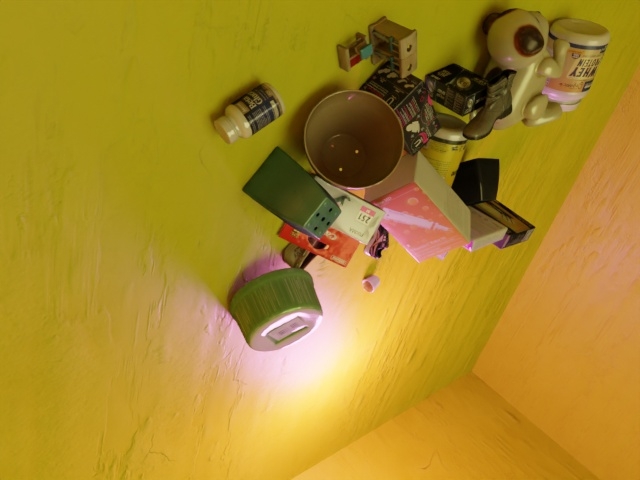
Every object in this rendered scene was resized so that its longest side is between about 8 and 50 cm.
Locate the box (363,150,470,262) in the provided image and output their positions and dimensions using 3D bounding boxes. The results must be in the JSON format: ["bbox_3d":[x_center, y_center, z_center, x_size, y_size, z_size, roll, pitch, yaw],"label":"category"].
[{"bbox_3d":[0.341,-0.112,1.950,0.215,0.168,0.345,-25,126,36],"label":"box"}]

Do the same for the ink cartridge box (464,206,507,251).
[{"bbox_3d":[0.527,-0.075,2.253,0.330,0.324,0.071,-16,131,-40],"label":"ink cartridge box"}]

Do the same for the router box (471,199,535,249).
[{"bbox_3d":[0.770,-0.098,2.524,0.243,0.309,0.081,-14,135,-42],"label":"router box"}]

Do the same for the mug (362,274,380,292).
[{"bbox_3d":[0.215,0.179,2.391,0.064,0.078,0.062,-34,111,-36],"label":"mug"}]

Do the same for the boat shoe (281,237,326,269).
[{"bbox_3d":[0.000,0.000,1.929,0.285,0.089,0.104,-42,145,-11],"label":"boat shoe"}]

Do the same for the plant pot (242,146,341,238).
[{"bbox_3d":[-0.066,-0.118,1.613,0.165,0.234,0.165,-51,147,1],"label":"plant pot"}]

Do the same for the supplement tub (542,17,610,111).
[{"bbox_3d":[1.006,-0.712,2.281,0.228,0.228,0.316,-26,139,-31],"label":"supplement tub"}]

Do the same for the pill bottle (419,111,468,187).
[{"bbox_3d":[0.407,-0.280,2.042,0.188,0.188,0.334,-19,136,-38],"label":"pill bottle"}]

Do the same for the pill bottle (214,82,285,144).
[{"bbox_3d":[-0.181,-0.317,1.416,0.169,0.094,0.094,-39,145,-17],"label":"pill bottle"}]

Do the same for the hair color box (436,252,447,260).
[{"bbox_3d":[0.557,0.042,2.651,0.072,0.043,0.141,-55,145,7],"label":"hair color box"}]

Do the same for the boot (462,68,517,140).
[{"bbox_3d":[0.547,-0.449,1.830,0.246,0.083,0.161,-41,141,-23],"label":"boot"}]

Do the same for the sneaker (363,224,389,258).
[{"bbox_3d":[0.247,-0.005,2.220,0.072,0.077,0.178,-5,125,-48],"label":"sneaker"}]

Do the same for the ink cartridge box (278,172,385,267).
[{"bbox_3d":[0.036,-0.053,1.818,0.275,0.060,0.239,25,101,-20],"label":"ink cartridge box"}]

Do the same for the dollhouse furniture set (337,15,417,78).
[{"bbox_3d":[0.164,-0.517,1.589,0.183,0.129,0.129,-38,144,-19],"label":"dollhouse furniture set"}]

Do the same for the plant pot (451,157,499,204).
[{"bbox_3d":[0.613,-0.230,2.270,0.188,0.187,0.167,-5,84,-46],"label":"plant pot"}]

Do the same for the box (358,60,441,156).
[{"bbox_3d":[0.250,-0.410,1.761,0.142,0.163,0.247,-45,146,-1],"label":"box"}]

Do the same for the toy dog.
[{"bbox_3d":[0.681,-0.626,2.000,0.395,0.285,0.408,-22,139,-8],"label":"toy dog"}]

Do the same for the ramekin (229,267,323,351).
[{"bbox_3d":[-0.138,0.240,1.870,0.303,0.148,0.303,-20,148,-13],"label":"ramekin"}]

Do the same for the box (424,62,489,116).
[{"bbox_3d":[0.464,-0.511,1.893,0.147,0.180,0.078,-29,143,-28],"label":"box"}]

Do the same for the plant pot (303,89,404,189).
[{"bbox_3d":[0.083,-0.274,1.649,0.284,0.284,0.191,-44,-179,-9],"label":"plant pot"}]
